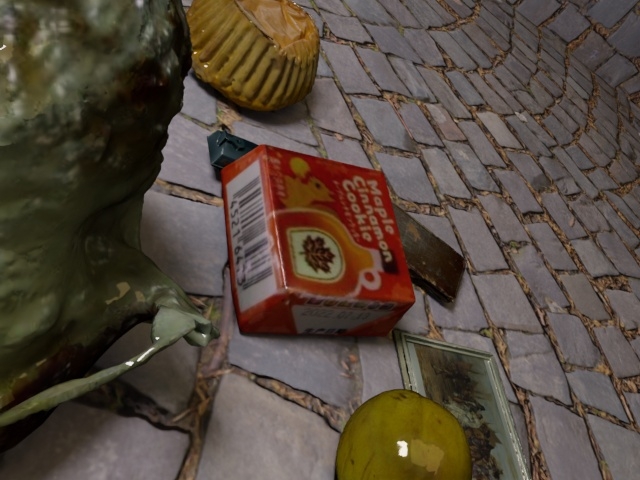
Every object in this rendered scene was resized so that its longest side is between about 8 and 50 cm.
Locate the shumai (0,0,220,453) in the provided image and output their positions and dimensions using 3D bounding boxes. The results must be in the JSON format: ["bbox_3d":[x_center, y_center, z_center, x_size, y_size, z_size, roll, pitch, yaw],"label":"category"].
[{"bbox_3d":[-0.267,-0.008,0.450,0.395,0.395,0.347,-9,89,-44],"label":"shumai"}]

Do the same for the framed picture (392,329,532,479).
[{"bbox_3d":[0.208,0.261,0.835,0.217,0.017,0.274,16,47,-31],"label":"framed picture"}]

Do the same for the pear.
[{"bbox_3d":[0.092,0.240,0.652,0.149,0.149,0.162,35,37,-13],"label":"pear"}]

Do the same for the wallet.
[{"bbox_3d":[0.138,0.001,0.979,0.232,0.031,0.122,39,41,-5],"label":"wallet"}]

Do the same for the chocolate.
[{"bbox_3d":[0.000,0.000,0.789,0.235,0.108,0.237,9,56,-34],"label":"chocolate"}]

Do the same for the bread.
[{"bbox_3d":[-0.101,-0.320,0.965,0.240,0.139,0.239,26,42,-26],"label":"bread"}]

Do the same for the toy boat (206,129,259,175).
[{"bbox_3d":[-0.098,-0.110,0.855,0.141,0.060,0.055,17,46,-40],"label":"toy boat"}]
